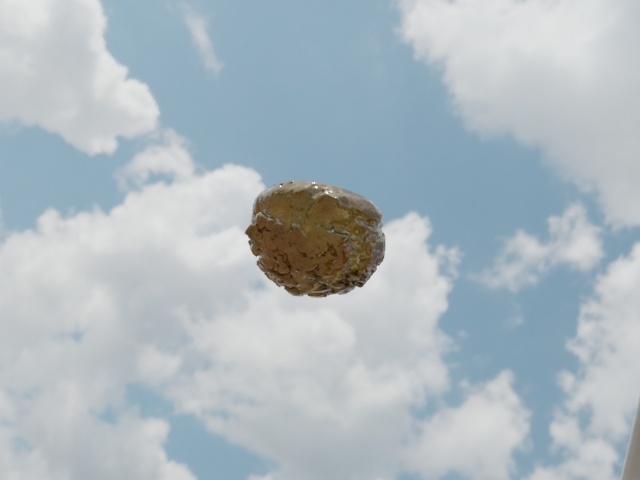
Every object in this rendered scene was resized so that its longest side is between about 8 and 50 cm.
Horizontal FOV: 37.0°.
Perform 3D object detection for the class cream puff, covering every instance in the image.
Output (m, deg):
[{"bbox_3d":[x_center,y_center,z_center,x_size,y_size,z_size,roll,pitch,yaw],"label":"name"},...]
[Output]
[{"bbox_3d":[-0.003,0.003,0.912,0.126,0.103,0.144,2,-10,27],"label":"cream puff"}]

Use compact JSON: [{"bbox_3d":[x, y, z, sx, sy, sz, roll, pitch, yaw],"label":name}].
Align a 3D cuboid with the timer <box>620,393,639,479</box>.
[{"bbox_3d":[0.364,0.176,0.719,0.194,0.192,0.195,18,-5,-39],"label":"timer"}]
